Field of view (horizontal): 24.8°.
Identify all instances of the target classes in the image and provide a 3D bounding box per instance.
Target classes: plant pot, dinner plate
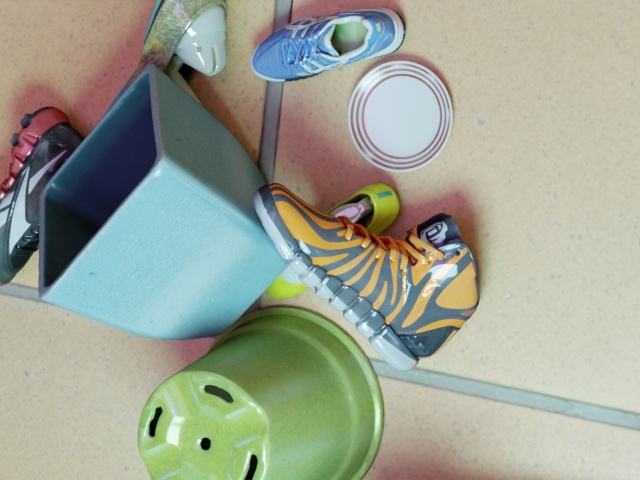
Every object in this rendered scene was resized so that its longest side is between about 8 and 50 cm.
[{"bbox_3d":[-0.184,-0.020,1.851,0.252,0.247,0.248,32,113,-29],"label":"plant pot"},{"bbox_3d":[0.103,-0.158,1.856,0.141,0.017,0.141,2,96,24],"label":"dinner plate"},{"bbox_3d":[-0.092,0.233,1.842,0.276,0.254,0.276,2,94,23],"label":"plant pot"}]

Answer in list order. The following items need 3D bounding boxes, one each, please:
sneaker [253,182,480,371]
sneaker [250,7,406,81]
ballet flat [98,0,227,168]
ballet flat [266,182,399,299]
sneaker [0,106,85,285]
[{"bbox_3d":[0.072,0.005,1.785,0.180,0.125,0.321,-40,119,12],"label":"sneaker"},{"bbox_3d":[-0.001,-0.254,1.858,0.211,0.081,0.080,-15,90,25],"label":"sneaker"},{"bbox_3d":[-0.189,-0.223,1.925,0.123,0.123,0.349,38,113,16],"label":"ballet flat"},{"bbox_3d":[0.000,0.000,1.879,0.231,0.077,0.077,-36,79,22],"label":"ballet flat"},{"bbox_3d":[-0.395,-0.042,2.034,0.135,0.097,0.276,33,105,20],"label":"sneaker"}]
